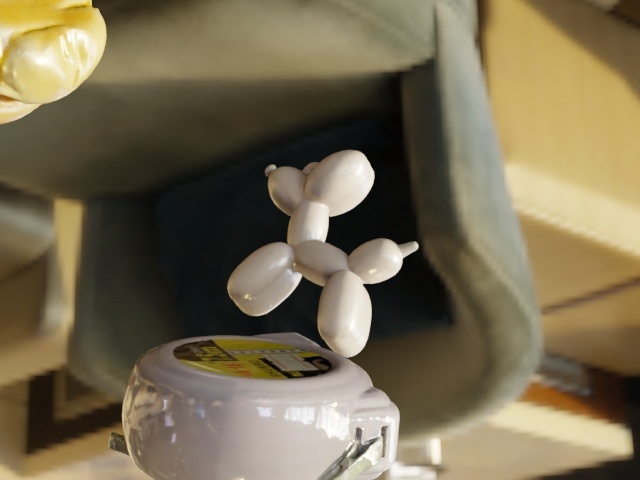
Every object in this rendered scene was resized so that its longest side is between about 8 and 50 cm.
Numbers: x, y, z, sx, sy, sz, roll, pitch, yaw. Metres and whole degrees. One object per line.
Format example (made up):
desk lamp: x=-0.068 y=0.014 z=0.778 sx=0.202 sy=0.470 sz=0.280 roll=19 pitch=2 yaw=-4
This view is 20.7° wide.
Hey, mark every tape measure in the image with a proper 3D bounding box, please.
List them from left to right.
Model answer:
tape measure: x=-0.052 y=0.129 z=1.229 sx=0.178 sy=0.105 sz=0.196 roll=1 pitch=-168 yaw=-21

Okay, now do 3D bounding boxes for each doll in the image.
doll: x=0.000 y=0.000 z=1.443 sx=0.161 sy=0.160 sz=0.059 roll=24 pitch=165 yaw=29

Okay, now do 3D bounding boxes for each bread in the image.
bread: x=-0.302 y=-0.203 z=1.304 sx=0.173 sy=0.311 sz=0.121 roll=-27 pitch=157 yaw=-53
